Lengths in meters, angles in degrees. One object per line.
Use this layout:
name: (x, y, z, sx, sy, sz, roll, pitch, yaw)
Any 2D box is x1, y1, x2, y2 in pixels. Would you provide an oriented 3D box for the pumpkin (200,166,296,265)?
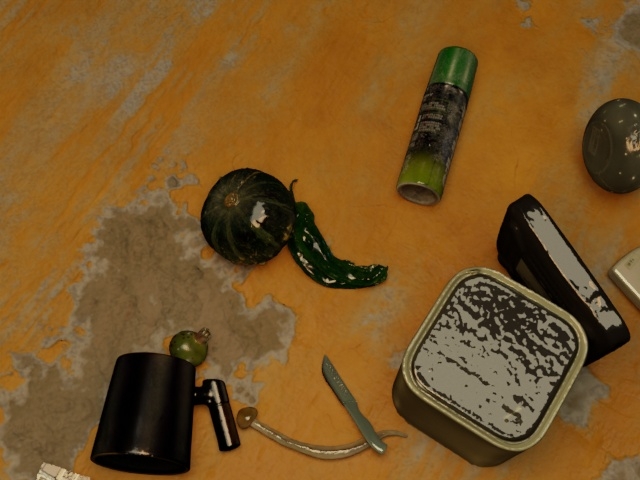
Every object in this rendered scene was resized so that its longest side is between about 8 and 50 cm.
pumpkin: (-0.135, -0.044, 1.585, 0.190, 0.146, 0.190, -25, 48, 31)

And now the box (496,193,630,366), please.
box: (0.411, 0.078, 1.473, 0.073, 0.289, 0.290, -31, 74, -3)

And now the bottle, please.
bottle: (0.237, -0.235, 1.698, 0.093, 0.093, 0.330, 16, 69, 6)

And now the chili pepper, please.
chili pepper: (0.000, 0.000, 1.620, 0.122, 0.065, 0.279, -36, 74, -23)

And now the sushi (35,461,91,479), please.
sushi: (-0.447, 0.490, 1.436, 0.139, 0.031, 0.201, 25, 68, -9)

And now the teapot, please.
teapot: (0.649, -0.186, 1.651, 0.250, 0.183, 0.184, -3, 68, -15)

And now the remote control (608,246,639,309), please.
remote control: (0.649, 0.116, 1.585, 0.090, 0.049, 0.230, -35, 71, -16)

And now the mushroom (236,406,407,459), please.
mushroom: (0.000, 0.348, 1.497, 0.306, 0.043, 0.068, 10, 88, 2)

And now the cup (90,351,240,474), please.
cup: (-0.271, 0.311, 1.474, 0.166, 0.239, 0.177, -19, 55, 37)

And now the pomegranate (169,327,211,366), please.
pomegranate: (-0.237, 0.189, 1.530, 0.073, 0.085, 0.073, 12, 30, -7)

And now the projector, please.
projector: (0.275, 0.221, 1.434, 0.248, 0.249, 0.249, 31, 72, 11)

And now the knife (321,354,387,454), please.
knife: (0.054, 0.293, 1.511, 0.028, 0.015, 0.210, -29, 62, -14)
